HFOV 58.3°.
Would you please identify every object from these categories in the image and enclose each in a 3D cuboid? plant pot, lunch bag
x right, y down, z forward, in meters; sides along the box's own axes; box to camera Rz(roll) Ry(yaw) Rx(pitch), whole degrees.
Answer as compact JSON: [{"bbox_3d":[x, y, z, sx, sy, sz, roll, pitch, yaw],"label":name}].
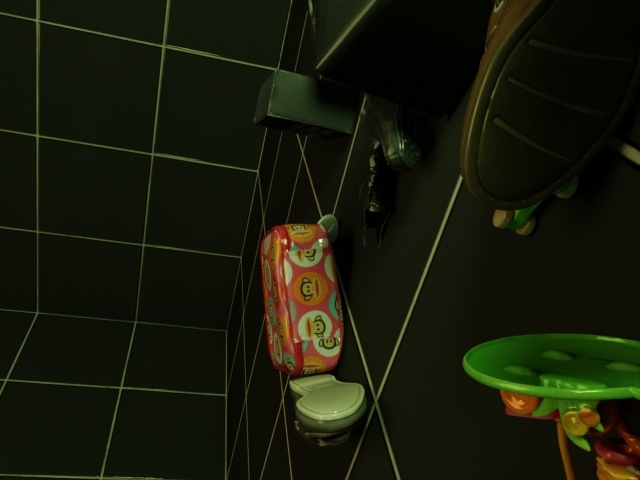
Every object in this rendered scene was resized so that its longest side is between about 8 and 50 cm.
[{"bbox_3d":[0.113,-0.288,0.684,0.167,0.187,0.188,-40,42,53],"label":"plant pot"},{"bbox_3d":[-0.049,0.117,1.159,0.258,0.120,0.293,155,110,-73],"label":"lunch bag"}]

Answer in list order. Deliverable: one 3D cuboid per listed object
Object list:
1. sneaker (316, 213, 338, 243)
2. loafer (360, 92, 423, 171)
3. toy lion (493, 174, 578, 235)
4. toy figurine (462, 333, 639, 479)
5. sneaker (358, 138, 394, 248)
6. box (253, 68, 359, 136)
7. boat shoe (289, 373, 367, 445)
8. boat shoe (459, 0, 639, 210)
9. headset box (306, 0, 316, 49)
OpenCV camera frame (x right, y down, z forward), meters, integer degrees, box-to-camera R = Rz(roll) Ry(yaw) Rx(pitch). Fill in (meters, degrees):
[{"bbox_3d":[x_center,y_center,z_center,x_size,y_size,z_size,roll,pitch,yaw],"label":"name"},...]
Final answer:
[{"bbox_3d":[0.000,0.000,1.233,0.061,0.054,0.152,-95,18,-51],"label":"sneaker"},{"bbox_3d":[0.098,-0.174,0.837,0.078,0.076,0.223,-26,41,25],"label":"loafer"},{"bbox_3d":[0.191,-0.061,0.532,0.100,0.034,0.096,119,163,-56],"label":"toy lion"},{"bbox_3d":[0.178,0.153,0.356,0.173,0.130,0.159,-1,95,52],"label":"toy figurine"},{"bbox_3d":[0.093,-0.076,0.905,0.089,0.051,0.170,-96,14,-44],"label":"sneaker"},{"bbox_3d":[-0.040,-0.296,1.285,0.261,0.184,0.103,-152,70,-75],"label":"box"},{"bbox_3d":[0.012,0.285,0.935,0.335,0.112,0.095,147,112,-80],"label":"boat shoe"},{"bbox_3d":[0.190,-0.172,0.451,0.104,0.111,0.307,-108,40,-75],"label":"boat shoe"},{"bbox_3d":[0.078,-0.504,1.027,0.246,0.131,0.283,-97,20,-45],"label":"headset box"}]
